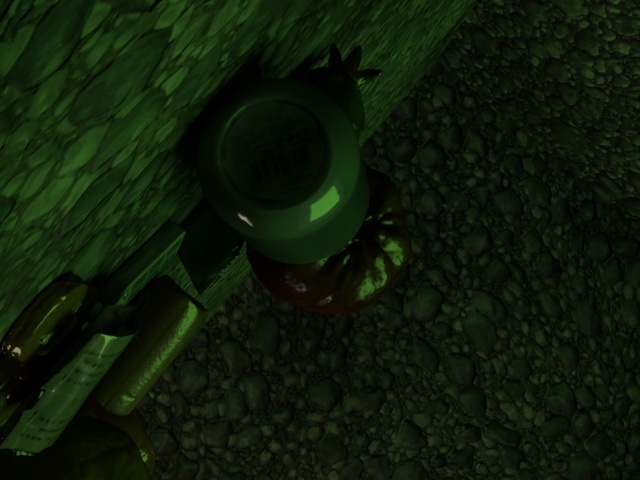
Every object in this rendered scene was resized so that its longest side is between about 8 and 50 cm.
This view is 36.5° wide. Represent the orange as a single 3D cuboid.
[{"bbox_3d":[-0.420,0.387,1.853,0.249,0.249,0.183,-52,-167,55],"label":"orange"}]

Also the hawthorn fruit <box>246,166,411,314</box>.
[{"bbox_3d":[0.013,-0.001,1.523,0.258,0.258,0.261,-49,170,-30],"label":"hawthorn fruit"}]

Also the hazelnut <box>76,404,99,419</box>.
[{"bbox_3d":[-0.449,0.349,1.640,0.150,0.150,0.150,-50,178,-2],"label":"hazelnut"}]

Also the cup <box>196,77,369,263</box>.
[{"bbox_3d":[-0.041,-0.086,1.252,0.205,0.205,0.312,-50,173,-3],"label":"cup"}]

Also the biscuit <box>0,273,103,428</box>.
[{"bbox_3d":[-0.351,0.147,1.213,0.216,0.047,0.339,-50,179,-40],"label":"biscuit"}]

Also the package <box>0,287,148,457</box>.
[{"bbox_3d":[-0.301,0.170,1.240,0.204,0.062,0.251,-49,180,12],"label":"package"}]

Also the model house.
[{"bbox_3d":[-0.165,-0.007,1.603,0.165,0.106,0.152,-46,177,3],"label":"model house"}]

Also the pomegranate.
[{"bbox_3d":[0.015,-0.211,1.495,0.152,0.131,0.191,-37,-160,52],"label":"pomegranate"}]

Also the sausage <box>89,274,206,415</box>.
[{"bbox_3d":[-0.305,0.175,1.693,0.253,0.123,0.123,-49,178,8],"label":"sausage"}]

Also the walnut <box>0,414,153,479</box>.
[{"bbox_3d":[-0.399,0.394,1.407,0.306,0.306,0.344,-51,169,24],"label":"walnut"}]

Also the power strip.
[{"bbox_3d":[-0.266,0.047,1.407,0.192,0.035,0.081,-49,178,-36],"label":"power strip"}]
